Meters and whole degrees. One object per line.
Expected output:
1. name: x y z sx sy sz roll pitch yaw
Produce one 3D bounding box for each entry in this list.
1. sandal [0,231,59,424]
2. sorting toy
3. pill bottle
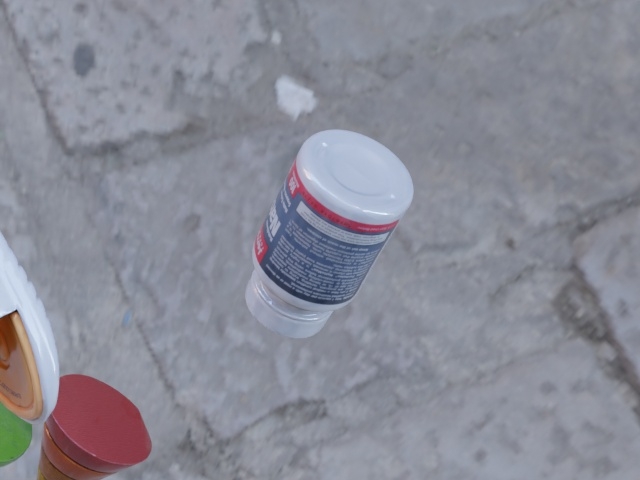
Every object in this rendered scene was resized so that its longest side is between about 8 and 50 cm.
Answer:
1. sandal: -0.234 -0.003 0.836 0.076 0.102 0.265 -25 75 -32
2. sorting toy: -0.340 0.203 1.465 0.366 0.126 0.127 11 36 -43
3. pill bottle: 0.000 0.000 1.354 0.108 0.180 0.108 17 40 -15
